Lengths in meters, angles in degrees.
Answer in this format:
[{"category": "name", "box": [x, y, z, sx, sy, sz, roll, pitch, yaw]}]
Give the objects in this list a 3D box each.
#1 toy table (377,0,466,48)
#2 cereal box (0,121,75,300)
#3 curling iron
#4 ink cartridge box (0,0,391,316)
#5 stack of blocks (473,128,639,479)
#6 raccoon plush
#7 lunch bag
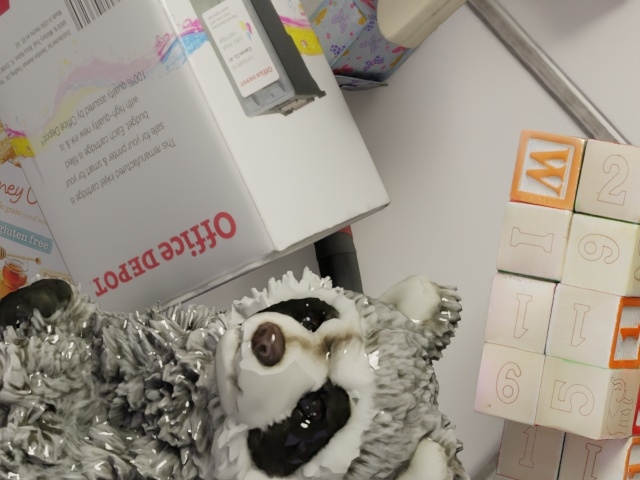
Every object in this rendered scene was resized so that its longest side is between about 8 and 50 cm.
[{"category": "toy table", "box": [0.109, -0.260, 1.196, 0.274, 0.252, 0.161, -51, 48, 39]}, {"category": "cereal box", "box": [-0.213, -0.059, 1.533, 0.173, 0.047, 0.240, 18, 103, 31]}, {"category": "curling iron", "box": [0.000, 0.000, 1.397, 0.068, 0.035, 0.274, -26, 77, 37]}, {"category": "ink cartridge box", "box": [-0.117, -0.114, 1.340, 0.226, 0.131, 0.306, -24, 91, 48]}, {"category": "stack of blocks", "box": [0.174, 0.089, 1.181, 0.087, 0.171, 0.297, 12, 95, 34]}, {"category": "raccoon plush", "box": [-0.050, 0.128, 1.315, 0.299, 0.446, 0.216, -5, 83, 2]}, {"category": "lunch bag", "box": [0.022, -0.135, 1.351, 0.083, 0.071, 0.053, -45, 60, 28]}]
